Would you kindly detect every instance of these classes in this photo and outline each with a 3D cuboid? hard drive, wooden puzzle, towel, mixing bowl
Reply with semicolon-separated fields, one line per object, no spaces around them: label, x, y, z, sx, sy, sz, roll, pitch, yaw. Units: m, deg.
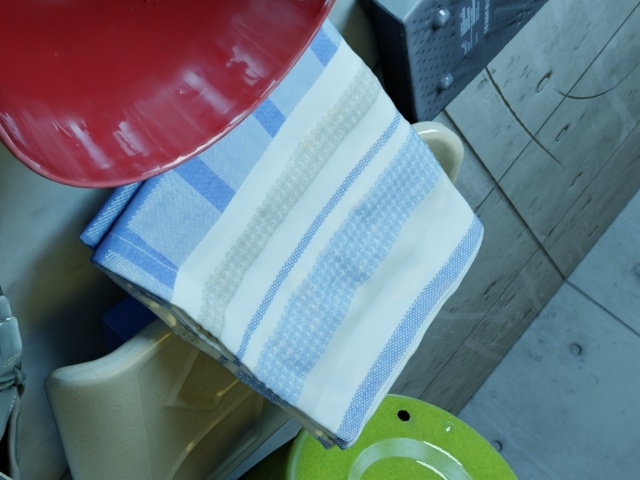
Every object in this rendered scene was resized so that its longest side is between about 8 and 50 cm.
hard drive;0.132;-0.211;0.676;0.254;0.054;0.172;-47;159;-9
wooden puzzle;-0.055;0.076;0.758;0.348;0.080;0.322;-34;154;-27
towel;0.000;0.000;0.607;0.209;0.034;0.285;-55;135;-12
mixing bowl;-0.075;-0.119;0.344;0.181;0.098;0.181;-43;158;-22

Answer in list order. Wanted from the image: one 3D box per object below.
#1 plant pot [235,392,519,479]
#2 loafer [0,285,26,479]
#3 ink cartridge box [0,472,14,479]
plant pot;0.023;0.337;0.895;0.366;0.366;0.353;-28;154;-46
loafer;-0.188;0.098;0.496;0.096;0.084;0.267;-34;154;-36
ink cartridge box;-0.218;0.167;0.330;0.234;0.193;0.088;-66;159;0
